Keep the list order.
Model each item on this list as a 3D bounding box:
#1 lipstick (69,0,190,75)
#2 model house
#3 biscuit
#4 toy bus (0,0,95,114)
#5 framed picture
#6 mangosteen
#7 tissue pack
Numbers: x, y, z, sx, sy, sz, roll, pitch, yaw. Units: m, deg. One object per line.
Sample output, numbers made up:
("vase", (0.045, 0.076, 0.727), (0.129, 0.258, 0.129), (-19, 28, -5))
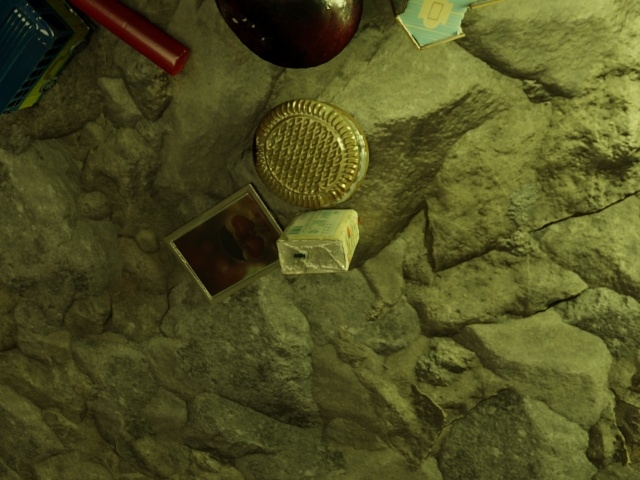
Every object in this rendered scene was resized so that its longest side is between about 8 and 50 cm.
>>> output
("lipstick", (-0.417, -0.467, 1.346), (0.279, 0.073, 0.073), (35, 115, -2))
("model house", (0.209, -0.471, 1.131), (0.270, 0.178, 0.206), (7, 130, -13))
("biscuit", (-0.023, -0.186, 1.352), (0.259, 0.079, 0.259), (5, 113, 12))
("toy bus", (-0.656, -0.413, 1.365), (0.287, 0.175, 0.138), (-38, 99, 27))
("framed picture", (-0.221, 0.014, 1.515), (0.289, 0.020, 0.211), (-29, 101, 23))
("mangosteen", (-0.054, -0.478, 1.146), (0.297, 0.297, 0.293), (14, 70, 8))
("tissue pack", (0.000, 0.000, 1.356), (0.148, 0.196, 0.092), (-2, 112, 13))
